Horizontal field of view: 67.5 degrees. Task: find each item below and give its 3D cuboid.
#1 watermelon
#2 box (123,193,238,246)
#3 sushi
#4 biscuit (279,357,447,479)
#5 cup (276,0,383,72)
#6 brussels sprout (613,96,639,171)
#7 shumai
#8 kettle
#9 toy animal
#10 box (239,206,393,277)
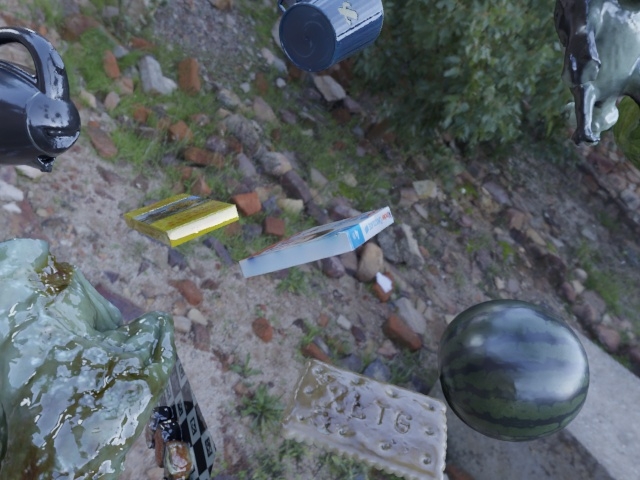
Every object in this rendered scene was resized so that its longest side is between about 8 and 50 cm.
[{"bbox_3d":[0.284,0.190,0.715,0.212,0.212,0.212,21,44,-21],"label":"watermelon"},{"bbox_3d":[-0.175,-0.029,0.586,0.087,0.155,0.023,-30,117,-31],"label":"box"},{"bbox_3d":[-0.275,0.348,0.848,0.050,0.263,0.290,-1,28,-33],"label":"sushi"},{"bbox_3d":[0.095,0.356,0.969,0.325,0.044,0.217,17,33,8],"label":"biscuit"},{"bbox_3d":[0.000,-0.375,0.802,0.176,0.131,0.155,42,49,-4],"label":"cup"},{"bbox_3d":[0.692,-0.214,0.865,0.210,0.271,0.219,43,48,-28],"label":"brussels sprout"},{"bbox_3d":[-0.274,0.141,0.440,0.204,0.222,0.271,34,22,-22],"label":"shumai"},{"bbox_3d":[-0.604,-0.273,0.927,0.291,0.268,0.207,10,15,19],"label":"kettle"},{"bbox_3d":[0.301,-0.189,0.513,0.225,0.094,0.121,51,33,-43],"label":"toy animal"},{"bbox_3d":[0.000,0.000,1.063,0.273,0.265,0.048,-28,102,-62],"label":"box"}]
